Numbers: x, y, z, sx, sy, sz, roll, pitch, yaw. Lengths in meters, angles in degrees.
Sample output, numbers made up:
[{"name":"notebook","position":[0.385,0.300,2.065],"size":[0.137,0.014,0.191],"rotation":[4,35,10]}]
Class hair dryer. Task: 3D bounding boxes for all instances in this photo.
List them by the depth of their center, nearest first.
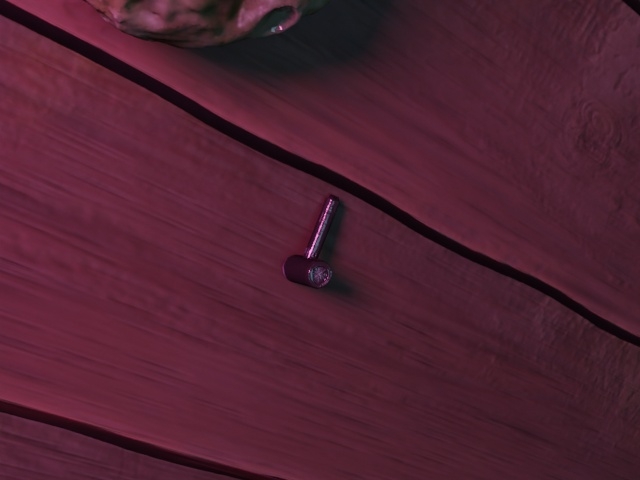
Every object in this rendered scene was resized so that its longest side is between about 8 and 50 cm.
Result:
[{"name":"hair dryer","position":[0.000,0.000,0.715],"size":[0.026,0.047,0.083],"rotation":[27,81,-30]}]

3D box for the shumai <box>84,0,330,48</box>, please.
[{"name":"shumai","position":[-0.065,-0.227,0.498],"size":[0.225,0.222,0.260],"rotation":[-49,125,-5]}]
